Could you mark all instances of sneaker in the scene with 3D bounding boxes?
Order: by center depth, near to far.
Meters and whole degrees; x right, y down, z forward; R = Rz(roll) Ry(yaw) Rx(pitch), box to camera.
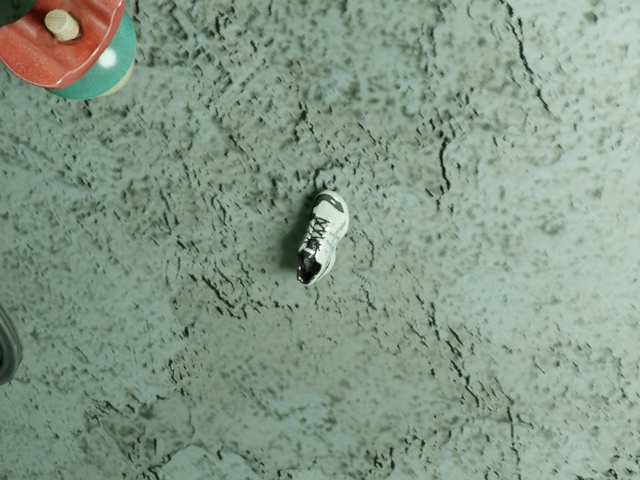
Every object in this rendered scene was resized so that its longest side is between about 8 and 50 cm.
[{"bbox_3d":[0.000,0.000,1.527,0.032,0.037,0.083,20,124,17],"label":"sneaker"}]

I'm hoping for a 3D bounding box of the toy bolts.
[{"bbox_3d":[-0.219,-0.213,1.484,0.228,0.158,0.218,43,88,11],"label":"toy bolts"}]

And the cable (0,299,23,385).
[{"bbox_3d":[-0.330,-0.004,1.698,0.139,0.072,0.287,-26,117,18],"label":"cable"}]
